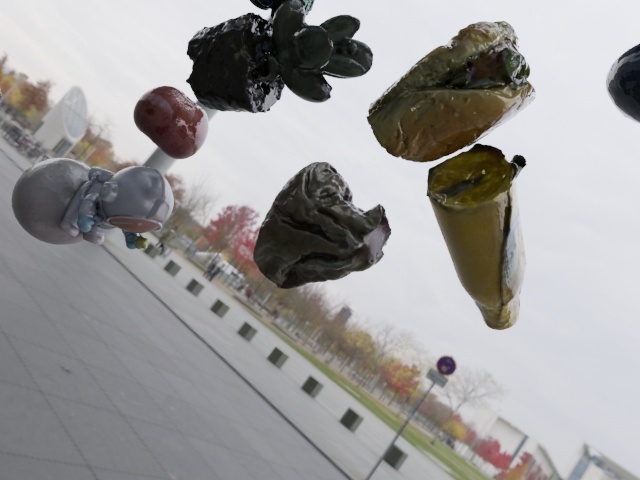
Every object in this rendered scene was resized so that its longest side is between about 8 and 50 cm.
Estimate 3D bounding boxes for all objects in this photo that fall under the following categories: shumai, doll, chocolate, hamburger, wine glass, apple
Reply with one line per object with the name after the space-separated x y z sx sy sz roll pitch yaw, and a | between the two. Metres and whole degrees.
-0.001 -0.004 0.881 0.184 0.218 0.185 48 -6 -34 | shumai
-0.349 -0.062 0.848 0.287 0.150 0.151 1 -26 26 | doll
0.345 0.024 1.087 0.162 0.162 0.445 29 -24 45 | chocolate
0.251 -0.254 0.892 0.209 0.330 0.162 -29 -92 58 | hamburger
0.668 -0.269 1.022 0.258 0.154 0.228 46 -12 -2 | doll
0.388 -0.143 1.104 0.039 0.042 0.083 10 -30 -5 | wine glass
-0.299 -0.242 1.092 0.153 0.120 0.153 44 0 0 | apple

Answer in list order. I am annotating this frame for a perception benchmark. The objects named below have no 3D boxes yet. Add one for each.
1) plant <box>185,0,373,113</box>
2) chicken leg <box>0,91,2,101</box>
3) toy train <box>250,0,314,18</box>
-0.060 -0.267 0.794 0.275 0.146 0.149 3 -68 32 | plant
-0.333 -0.174 0.472 0.070 0.093 0.178 -4 73 -53 | chicken leg
-0.050 -0.395 0.823 0.100 0.172 0.070 28 -44 -19 | toy train
